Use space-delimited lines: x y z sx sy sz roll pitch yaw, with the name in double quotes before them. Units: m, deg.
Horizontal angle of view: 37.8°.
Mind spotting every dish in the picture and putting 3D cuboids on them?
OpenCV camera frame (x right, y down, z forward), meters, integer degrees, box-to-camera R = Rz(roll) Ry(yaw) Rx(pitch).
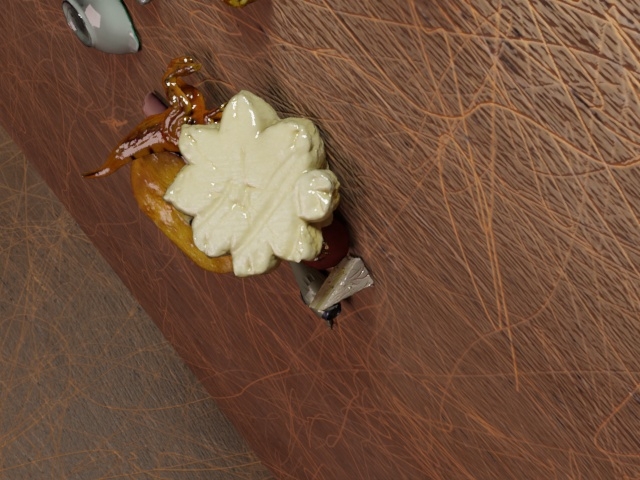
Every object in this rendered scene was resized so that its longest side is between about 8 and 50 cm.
"dish" -0.453 -0.454 1.849 0.224 0.078 0.246 47 157 21

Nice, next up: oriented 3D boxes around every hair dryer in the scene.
"hair dryer" -0.015 0.091 1.831 0.167 0.067 0.199 59 174 12

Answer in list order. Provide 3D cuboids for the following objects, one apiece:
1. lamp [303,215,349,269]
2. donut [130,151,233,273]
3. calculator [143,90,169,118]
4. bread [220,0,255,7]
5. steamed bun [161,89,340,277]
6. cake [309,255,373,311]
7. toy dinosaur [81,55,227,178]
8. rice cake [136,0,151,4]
"lamp" 0.000 0.000 1.586 0.101 0.090 0.101 7 112 17
"donut" -0.233 -0.083 1.839 0.303 0.110 0.303 26 138 25
"calculator" -0.274 -0.151 1.976 0.330 0.048 0.220 47 155 9
"bread" -0.160 -0.450 1.265 0.139 0.077 0.271 37 155 43
"steamed bun" -0.102 -0.093 1.508 0.295 0.137 0.292 -12 93 22
"cake" 0.027 0.077 1.602 0.052 0.121 0.065 9 123 52
"toy dinosaur" -0.255 -0.223 1.667 0.432 0.097 0.208 0 101 29
"rice cake" -0.357 -0.473 1.673 0.206 0.047 0.036 41 170 34
